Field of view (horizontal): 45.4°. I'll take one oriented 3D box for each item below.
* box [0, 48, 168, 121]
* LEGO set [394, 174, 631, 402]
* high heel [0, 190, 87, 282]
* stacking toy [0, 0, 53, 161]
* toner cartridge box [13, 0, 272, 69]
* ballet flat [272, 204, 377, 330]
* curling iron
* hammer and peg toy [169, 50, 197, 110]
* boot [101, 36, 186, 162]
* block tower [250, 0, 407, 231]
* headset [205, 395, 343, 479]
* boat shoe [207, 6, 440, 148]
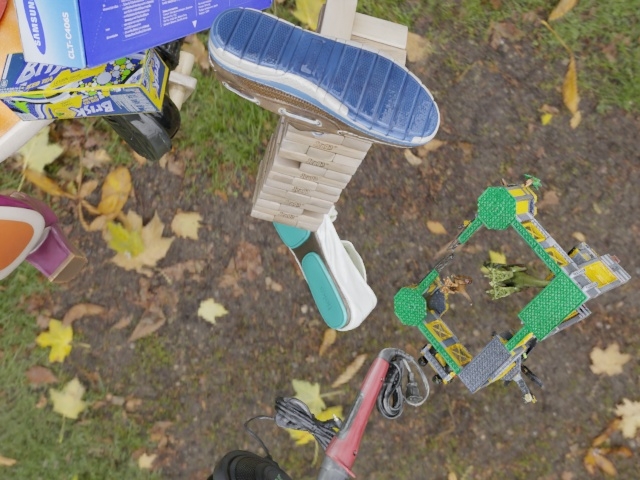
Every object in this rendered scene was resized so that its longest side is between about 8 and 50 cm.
[{"bbox_3d":[-0.254,-0.169,0.818,0.169,0.059,0.054,-1,157,13],"label":"box"},{"bbox_3d":[0.292,0.070,1.155,0.192,0.255,0.331,-11,137,-48],"label":"LEGO set"},{"bbox_3d":[-0.477,-0.032,1.105,0.181,0.377,0.127,42,81,9],"label":"high heel"},{"bbox_3d":[-0.634,-0.358,1.161,0.351,0.350,0.480,-34,132,9],"label":"stacking toy"},{"bbox_3d":[-0.163,-0.297,0.782,0.075,0.348,0.165,11,118,23],"label":"toner cartridge box"},{"bbox_3d":[0.000,0.000,1.643,0.139,0.139,0.400,-27,83,6],"label":"ballet flat"},{"bbox_3d":[0.030,0.213,0.720,0.068,0.274,0.035,40,145,-7],"label":"curling iron"},{"bbox_3d":[-0.425,-0.362,1.702,0.266,0.361,0.127,16,88,-17],"label":"hammer and peg toy"},{"bbox_3d":[-0.220,-0.273,1.050,0.260,0.348,0.131,-44,133,-4],"label":"boot"},{"bbox_3d":[0.000,-0.120,0.856,0.097,0.091,0.335,13,153,-9],"label":"block tower"},{"bbox_3d":[-0.083,0.339,0.867,0.185,0.394,0.243,38,130,-11],"label":"headset"},{"bbox_3d":[0.002,-0.116,0.587,0.183,0.066,0.066,26,66,-3],"label":"boat shoe"}]
